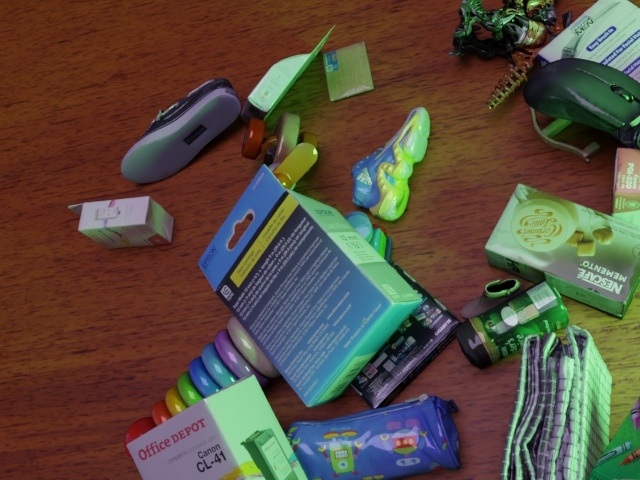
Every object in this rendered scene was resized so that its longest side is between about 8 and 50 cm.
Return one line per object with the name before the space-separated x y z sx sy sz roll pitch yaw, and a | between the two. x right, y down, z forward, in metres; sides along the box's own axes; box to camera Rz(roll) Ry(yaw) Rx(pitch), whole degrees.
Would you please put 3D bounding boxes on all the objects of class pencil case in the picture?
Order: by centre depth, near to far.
pencil case | 0.082 0.340 1.279 0.306 0.119 0.133 -14 93 12

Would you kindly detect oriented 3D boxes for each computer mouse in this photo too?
computer mouse | 0.476 -0.257 1.299 0.272 0.072 0.188 21 58 31

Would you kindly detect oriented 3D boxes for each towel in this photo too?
towel | 0.354 0.290 1.150 0.121 0.235 0.283 -1 66 28

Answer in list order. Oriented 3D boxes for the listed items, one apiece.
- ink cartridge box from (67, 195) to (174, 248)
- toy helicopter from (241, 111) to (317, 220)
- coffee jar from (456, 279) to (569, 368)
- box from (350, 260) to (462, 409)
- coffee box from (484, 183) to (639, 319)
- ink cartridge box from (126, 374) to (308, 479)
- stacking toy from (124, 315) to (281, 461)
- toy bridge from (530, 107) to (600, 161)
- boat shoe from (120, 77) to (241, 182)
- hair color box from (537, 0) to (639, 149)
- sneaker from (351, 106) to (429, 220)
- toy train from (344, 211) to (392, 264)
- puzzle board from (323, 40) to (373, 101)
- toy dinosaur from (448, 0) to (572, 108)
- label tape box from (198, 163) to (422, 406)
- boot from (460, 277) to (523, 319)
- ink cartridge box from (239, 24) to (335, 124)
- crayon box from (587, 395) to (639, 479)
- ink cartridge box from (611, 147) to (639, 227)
ink cartridge box | -0.425 -0.033 1.616 0.198 0.115 0.067 -4 67 18
toy helicopter | -0.094 -0.074 1.481 0.140 0.235 0.355 14 90 -14
coffee jar | 0.323 0.146 1.298 0.184 0.096 0.079 -29 59 6
box | 0.119 0.172 1.380 0.220 0.051 0.175 -45 62 -4
coffee box | 0.428 0.018 1.316 0.247 0.098 0.141 25 77 26
ink cartridge box | -0.145 0.407 1.232 0.226 0.131 0.306 -34 81 32
stacking toy | -0.229 0.290 1.406 0.330 0.141 0.141 -41 61 2
toy bridge | 0.447 -0.214 1.453 0.063 0.026 0.188 -36 61 4
boat shoe | -0.313 -0.246 1.670 0.306 0.113 0.105 -39 46 15
hair color box | 0.584 -0.282 1.391 0.185 0.110 0.339 -41 63 1
sneaker | 0.128 -0.161 1.500 0.126 0.091 0.240 14 73 24
toy train | 0.000 0.000 1.442 0.248 0.143 0.105 2 68 19
puzzle board | 0.060 -0.366 1.658 0.096 0.011 0.128 -15 63 13
toy dinosaur | 0.377 -0.415 1.503 0.218 0.164 0.322 17 51 8
label tape box | -0.031 0.072 1.331 0.347 0.115 0.249 48 116 25
boot | 0.296 0.098 1.333 0.118 0.087 0.042 -24 64 8
ink cartridge box | -0.074 -0.350 1.601 0.066 0.189 0.232 34 82 -7
crayon box | 0.520 0.344 1.057 0.165 0.278 0.081 -53 19 -9
ink cartridge box | 0.599 -0.073 1.265 0.218 0.158 0.092 4 67 20
